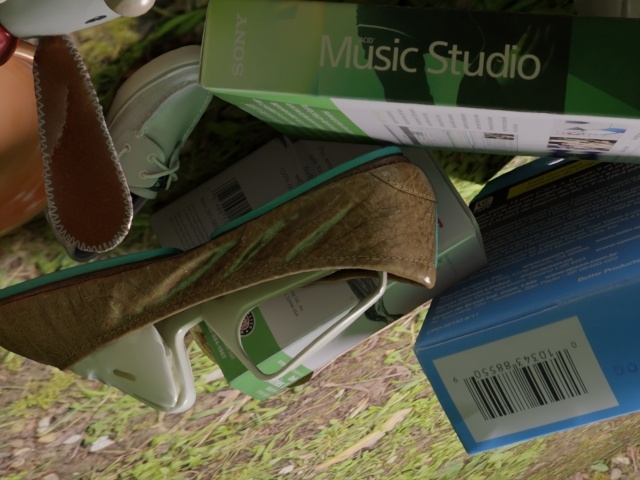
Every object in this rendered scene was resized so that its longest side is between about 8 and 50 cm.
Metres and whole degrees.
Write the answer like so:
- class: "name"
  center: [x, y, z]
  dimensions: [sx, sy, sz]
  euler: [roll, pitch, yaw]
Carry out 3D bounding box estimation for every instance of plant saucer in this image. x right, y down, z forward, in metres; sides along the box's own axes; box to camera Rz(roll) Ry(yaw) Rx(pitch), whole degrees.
- class: "plant saucer"
  center: [-0.239, -0.058, 0.645]
  dimensions: [0.199, 0.037, 0.200]
  euler: [-22, 152, -12]

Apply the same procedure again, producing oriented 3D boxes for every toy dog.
- class: "toy dog"
  center: [-0.201, -0.036, 0.502]
  dimensions: [0.220, 0.161, 0.334]
  euler: [16, 121, -41]

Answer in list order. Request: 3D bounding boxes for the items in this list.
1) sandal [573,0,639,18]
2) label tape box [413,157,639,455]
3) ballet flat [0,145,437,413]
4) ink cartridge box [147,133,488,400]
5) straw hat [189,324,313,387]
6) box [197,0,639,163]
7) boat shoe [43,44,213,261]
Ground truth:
- class: "sandal"
  center: [0.261, -0.181, 0.833]
  dimensions: [0.102, 0.170, 0.416]
  euler: [3, 176, 38]
- class: "label tape box"
  center: [0.239, 0.011, 0.892]
  dimensions: [0.249, 0.115, 0.348]
  euler: [-22, -165, 25]
- class: "ballet flat"
  center: [-0.074, 0.046, 0.744]
  dimensions: [0.342, 0.124, 0.116]
  euler: [-20, 172, 2]
- class: "ink cartridge box"
  center: [0.000, 0.000, 0.840]
  dimensions: [0.219, 0.160, 0.092]
  euler: [-31, 156, 5]
- class: "straw hat"
  center: [-0.057, 0.077, 1.025]
  dimensions: [0.061, 0.144, 0.144]
  euler: [-58, 172, -36]
- class: "box"
  center: [0.113, -0.089, 0.645]
  dimensions: [0.321, 0.059, 0.232]
  euler: [4, 179, 10]
- class: "boat shoe"
  center: [-0.126, -0.054, 0.729]
  dimensions: [0.184, 0.063, 0.066]
  euler: [-40, 152, 22]
